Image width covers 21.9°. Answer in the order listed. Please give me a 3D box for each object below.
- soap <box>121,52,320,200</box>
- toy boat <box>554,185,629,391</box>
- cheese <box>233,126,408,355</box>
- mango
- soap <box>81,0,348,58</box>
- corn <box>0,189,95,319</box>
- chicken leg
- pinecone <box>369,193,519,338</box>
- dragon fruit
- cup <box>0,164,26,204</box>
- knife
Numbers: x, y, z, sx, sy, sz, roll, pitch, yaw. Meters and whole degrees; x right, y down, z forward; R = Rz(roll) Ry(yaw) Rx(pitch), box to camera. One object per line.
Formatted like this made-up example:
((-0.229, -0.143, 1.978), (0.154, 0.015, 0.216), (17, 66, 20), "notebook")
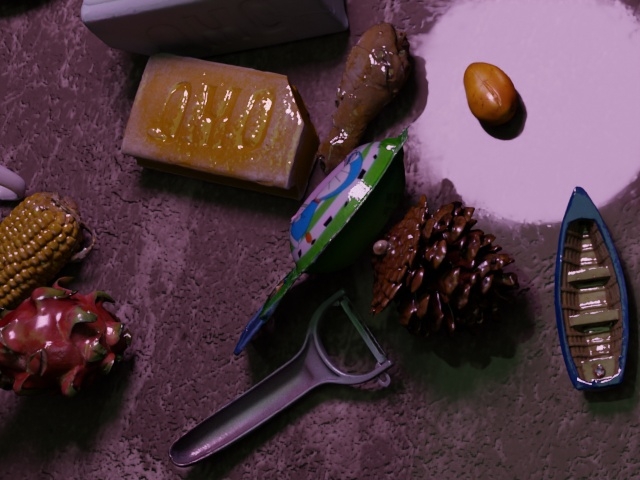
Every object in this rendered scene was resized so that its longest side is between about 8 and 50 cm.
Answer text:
((-0.115, -0.140, 2.011), (0.232, 0.073, 0.140), (13, 82, 23), "soap")
((0.297, 0.054, 1.811), (0.080, 0.046, 0.229), (-10, 70, 18), "toy boat")
((0.000, 0.000, 1.877), (0.083, 0.204, 0.320), (38, 105, -6), "cheese")
((0.195, -0.173, 1.922), (0.060, 0.046, 0.089), (-36, 60, 7), "mango")
((-0.128, -0.298, 2.011), (0.289, 0.173, 0.095), (-8, 71, 17), "soap")
((-0.407, 0.055, 2.048), (0.293, 0.106, 0.106), (-43, 64, 7), "corn")
((0.049, -0.166, 1.965), (0.085, 0.069, 0.198), (27, 91, 27), "chicken leg")
((0.136, 0.035, 1.821), (0.174, 0.173, 0.173), (-6, 71, 19), "pinecone")
((-0.342, 0.123, 1.958), (0.236, 0.137, 0.135), (-11, 97, 0), "dragon fruit")
((-0.479, -0.072, 2.087), (0.173, 0.142, 0.134), (35, 87, 26), "cup")
((-0.049, 0.184, 1.894), (0.278, 0.053, 0.123), (-36, 69, 7), "knife")
